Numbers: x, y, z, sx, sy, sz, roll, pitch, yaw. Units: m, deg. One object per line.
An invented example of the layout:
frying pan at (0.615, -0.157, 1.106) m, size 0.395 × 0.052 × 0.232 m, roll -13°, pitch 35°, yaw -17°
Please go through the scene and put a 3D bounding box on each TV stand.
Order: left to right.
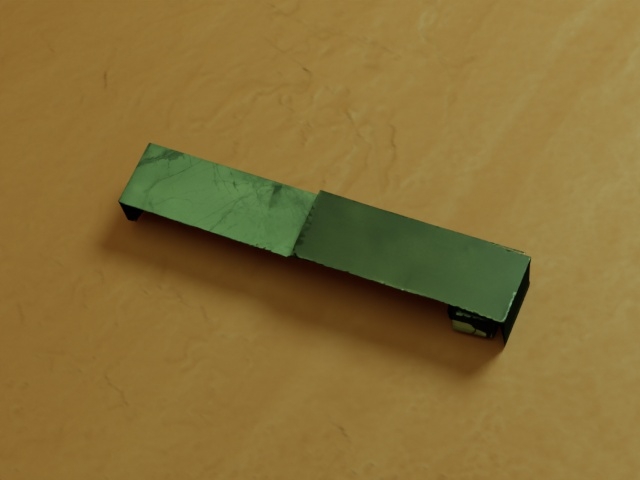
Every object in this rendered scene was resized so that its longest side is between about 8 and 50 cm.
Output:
TV stand at (0.000, 0.000, 0.856) m, size 0.256 × 0.040 × 0.049 m, roll 17°, pitch 67°, yaw 16°
